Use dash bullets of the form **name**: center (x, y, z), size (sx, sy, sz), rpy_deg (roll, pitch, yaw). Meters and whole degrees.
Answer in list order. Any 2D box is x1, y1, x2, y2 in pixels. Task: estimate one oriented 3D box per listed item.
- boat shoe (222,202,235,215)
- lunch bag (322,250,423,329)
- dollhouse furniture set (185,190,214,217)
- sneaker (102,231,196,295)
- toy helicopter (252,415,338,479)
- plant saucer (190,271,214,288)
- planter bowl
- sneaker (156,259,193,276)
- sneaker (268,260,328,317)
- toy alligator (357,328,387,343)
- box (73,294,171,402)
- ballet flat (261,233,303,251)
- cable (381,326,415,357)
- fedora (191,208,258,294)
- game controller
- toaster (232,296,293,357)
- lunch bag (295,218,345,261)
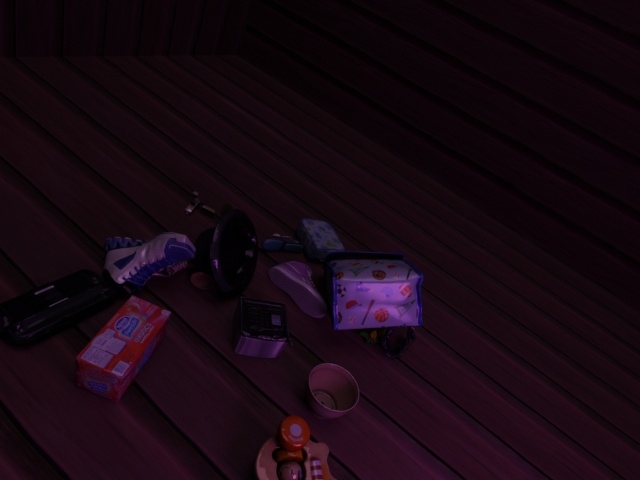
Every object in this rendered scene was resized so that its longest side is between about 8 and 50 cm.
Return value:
- **boat shoe**: center (-0.377, -0.101, 1.912), size (0.056, 0.048, 0.153), rpy_deg (-39, 55, -5)
- **lunch bag**: center (0.180, 0.164, 1.677), size (0.328, 0.238, 0.385), rpy_deg (0, 10, -3)
- **dollhouse furniture set**: center (-0.501, -0.130, 1.847), size (0.114, 0.091, 0.081), rpy_deg (28, 49, -2)
- **sneaker**: center (-0.563, 0.086, 1.425), size (0.316, 0.127, 0.182), rpy_deg (-5, 59, 10)
- **toy helicopter**: center (-0.006, 0.625, 1.104), size (0.355, 0.140, 0.235), rpy_deg (29, 36, 0)
- **plant saucer**: center (-0.421, 0.146, 1.577), size (0.084, 0.015, 0.083), rpy_deg (18, 35, -13)
- **planter bowl**: center (0.022, 0.471, 1.345), size (0.162, 0.109, 0.162), rpy_deg (17, 36, -13)
- **sneaker**: center (-0.518, 0.094, 1.542), size (0.192, 0.064, 0.086), rpy_deg (0, 42, -24)
- **sneaker**: center (-0.048, 0.171, 1.712), size (0.282, 0.102, 0.161), rpy_deg (41, 34, 22)
- **toy alligator**: center (0.221, 0.362, 1.677), size (0.190, 0.056, 0.051), rpy_deg (1, 83, -34)
- **box**: center (-0.535, 0.289, 1.215), size (0.128, 0.122, 0.256), rpy_deg (25, 34, -2)
- **ballet flat**: center (-0.167, 0.008, 1.878), size (0.203, 0.074, 0.074), rpy_deg (8, 38, -35)
- **cable**: center (0.295, 0.354, 1.653), size (0.185, 0.150, 0.047), rpy_deg (-11, 20, -41)
- **fedora**: center (-0.354, 0.041, 1.599), size (0.153, 0.333, 0.334), rpy_deg (-2, 29, 18)
- **game controller**: center (-0.763, 0.183, 1.281), size (0.167, 0.067, 0.319), rpy_deg (24, 31, 23)
- **toaster**: center (-0.193, 0.289, 1.448), size (0.168, 0.110, 0.185), rpy_deg (11, 36, -20)
- **lunch bag**: center (0.000, 0.000, 1.972), size (0.176, 0.090, 0.219), rpy_deg (3, 39, -34)
